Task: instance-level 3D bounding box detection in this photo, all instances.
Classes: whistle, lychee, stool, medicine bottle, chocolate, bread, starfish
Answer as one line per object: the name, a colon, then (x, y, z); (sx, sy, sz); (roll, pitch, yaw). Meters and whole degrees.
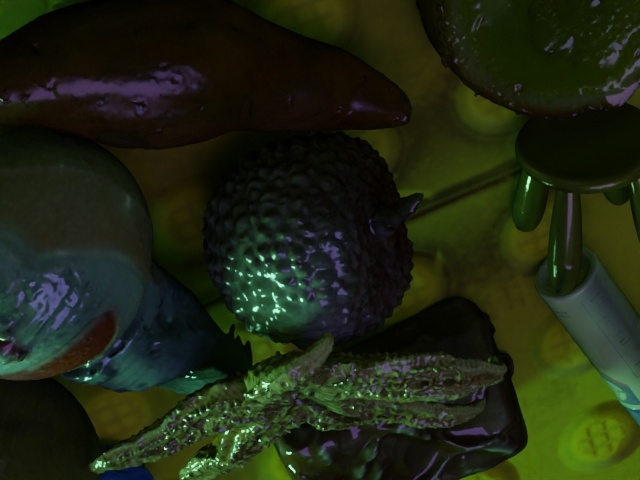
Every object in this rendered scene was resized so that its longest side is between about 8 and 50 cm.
whistle: (-0.167, 0.049, 1.322); (0.189, 0.189, 0.348); (-38, 133, 10)
lychee: (0.000, 0.000, 1.350); (0.197, 0.165, 0.165); (-6, 139, 34)
stool: (0.211, -0.038, 1.436); (0.135, 0.134, 0.110); (15, 138, 25)
medicine bottle: (0.261, 0.094, 1.582); (0.059, 0.059, 0.231); (-35, 128, 7)
chocolate: (0.072, 0.154, 1.538); (0.214, 0.093, 0.148); (-25, 131, -1)
bread: (0.179, -0.197, 1.334); (0.236, 0.070, 0.236); (-10, 126, -14)
starfish: (-0.022, 0.123, 1.369); (0.302, 0.060, 0.299); (-21, 161, 21)

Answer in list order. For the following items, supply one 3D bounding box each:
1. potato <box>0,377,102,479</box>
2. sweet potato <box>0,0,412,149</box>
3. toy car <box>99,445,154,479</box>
potato: (-0.283, 0.154, 1.373); (0.251, 0.159, 0.174); (37, 77, -28)
sweet potato: (-0.102, -0.119, 1.265); (0.359, 0.112, 0.112); (-7, 127, -26)
toy car: (-0.237, 0.239, 1.508); (0.216, 0.063, 0.103); (-20, 128, -5)
